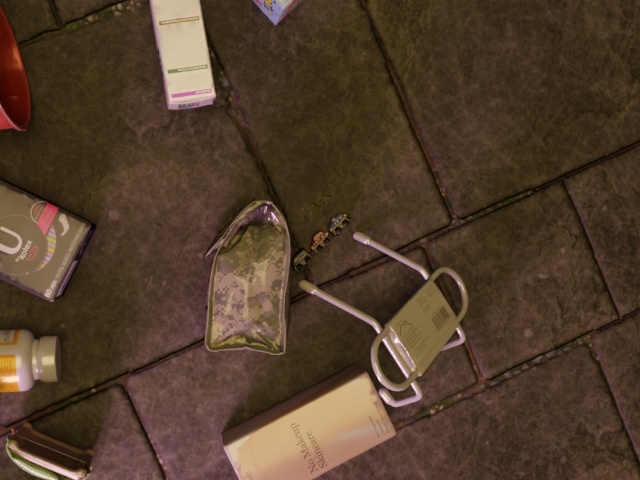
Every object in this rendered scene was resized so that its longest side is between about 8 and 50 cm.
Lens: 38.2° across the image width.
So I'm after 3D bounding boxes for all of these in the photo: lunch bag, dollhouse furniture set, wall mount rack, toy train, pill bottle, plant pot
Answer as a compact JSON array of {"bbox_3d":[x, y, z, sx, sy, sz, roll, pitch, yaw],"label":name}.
[{"bbox_3d":[-0.136,0.059,1.737,0.168,0.235,0.287,4,90,-6],"label":"lunch bag"},{"bbox_3d":[-0.581,0.414,1.687,0.301,0.197,0.151,25,85,-8],"label":"dollhouse furniture set"},{"bbox_3d":[0.134,0.138,1.791,0.304,0.130,0.350,57,44,-8],"label":"wall mount rack"},{"bbox_3d":[0.000,0.000,1.866,0.158,0.027,0.036,-44,86,-6],"label":"toy train"},{"bbox_3d":[-0.596,0.225,1.725,0.208,0.117,0.118,-2,90,-9],"label":"pill bottle"},{"bbox_3d":[-0.694,-0.296,1.647,0.264,0.272,0.273,-14,92,-1],"label":"plant pot"}]

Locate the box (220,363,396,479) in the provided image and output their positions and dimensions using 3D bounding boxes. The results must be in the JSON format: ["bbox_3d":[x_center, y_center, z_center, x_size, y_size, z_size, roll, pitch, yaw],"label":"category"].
[{"bbox_3d":[-0.026,0.380,1.813,0.311,0.121,0.148,-28,95,-8],"label":"box"}]

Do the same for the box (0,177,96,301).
[{"bbox_3d":[-0.575,-0.017,1.714,0.270,0.143,0.165,26,86,-8],"label":"box"}]

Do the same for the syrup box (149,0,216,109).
[{"bbox_3d":[-0.268,-0.378,1.786,0.096,0.093,0.237,-9,92,-9],"label":"syrup box"}]

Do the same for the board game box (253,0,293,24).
[{"bbox_3d":[-0.123,-0.579,1.784,0.142,0.144,0.275,-44,97,-7],"label":"board game box"}]
